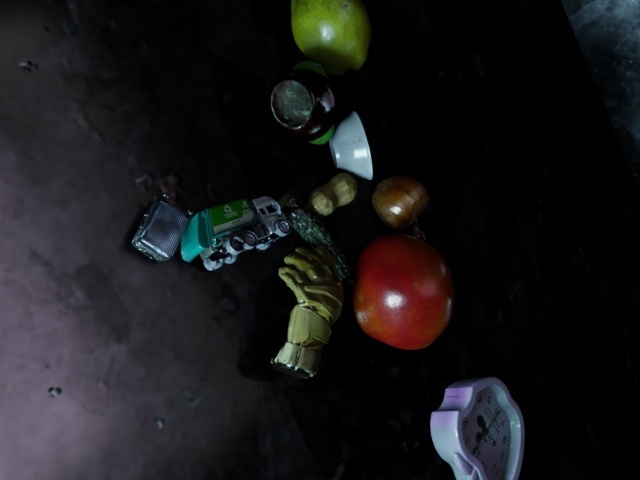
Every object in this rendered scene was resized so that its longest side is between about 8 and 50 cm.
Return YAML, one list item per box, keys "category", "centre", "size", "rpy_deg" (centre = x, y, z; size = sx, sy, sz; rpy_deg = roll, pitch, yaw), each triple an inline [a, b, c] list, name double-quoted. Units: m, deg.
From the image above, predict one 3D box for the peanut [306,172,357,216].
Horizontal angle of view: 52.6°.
- category: "peanut"
  centre: [0.033, -0.116, 1.667]
  size: [0.192, 0.089, 0.089]
  rpy_deg: [-38, 105, -40]

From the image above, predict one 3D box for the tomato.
- category: "tomato"
  centre: [0.197, 0.129, 1.633]
  size: [0.226, 0.298, 0.299]
  rpy_deg: [-2, 79, -27]

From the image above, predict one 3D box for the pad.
- category: "pad"
  centre: [0.098, -0.078, 1.778]
  size: [0.163, 0.004, 0.243]
  rpy_deg: [-1, 78, -43]

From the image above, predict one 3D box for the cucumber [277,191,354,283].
- category: "cucumber"
  centre: [0.000, 0.000, 1.623]
  size: [0.293, 0.067, 0.068]
  rpy_deg: [48, 50, -24]

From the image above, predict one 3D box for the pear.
- category: "pear"
  centre: [0.025, -0.568, 1.708]
  size: [0.212, 0.212, 0.269]
  rpy_deg: [-47, 118, -40]

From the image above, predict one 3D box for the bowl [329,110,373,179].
- category: "bowl"
  centre: [0.072, -0.243, 1.723]
  size: [0.085, 0.189, 0.189]
  rpy_deg: [-14, 88, -5]

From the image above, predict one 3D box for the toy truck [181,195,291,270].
- category: "toy truck"
  centre: [-0.187, -0.019, 1.421]
  size: [0.253, 0.114, 0.124]
  rpy_deg: [-25, 85, -45]

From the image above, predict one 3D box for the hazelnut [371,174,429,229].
- category: "hazelnut"
  centre: [0.222, -0.113, 1.816]
  size: [0.150, 0.150, 0.151]
  rpy_deg: [14, 69, -40]

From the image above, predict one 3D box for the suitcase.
- category: "suitcase"
  centre: [-0.324, -0.024, 1.323]
  size: [0.086, 0.059, 0.126]
  rpy_deg: [36, 56, -29]

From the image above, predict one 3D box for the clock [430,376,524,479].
- category: "clock"
  centre: [0.458, 0.567, 1.870]
  size: [0.338, 0.102, 0.339]
  rpy_deg: [13, 70, -40]

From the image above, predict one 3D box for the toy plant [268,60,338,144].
- category: "toy plant"
  centre: [-0.037, -0.348, 1.628]
  size: [0.235, 0.175, 0.218]
  rpy_deg: [-30, 108, -72]

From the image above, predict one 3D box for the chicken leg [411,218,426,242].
- category: "chicken leg"
  centre: [0.291, -0.029, 1.936]
  size: [0.036, 0.021, 0.083]
  rpy_deg: [-24, 91, -35]

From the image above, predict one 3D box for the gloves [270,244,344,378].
- category: "gloves"
  centre: [-0.023, 0.152, 1.502]
  size: [0.154, 0.141, 0.331]
  rpy_deg: [30, 59, -33]
